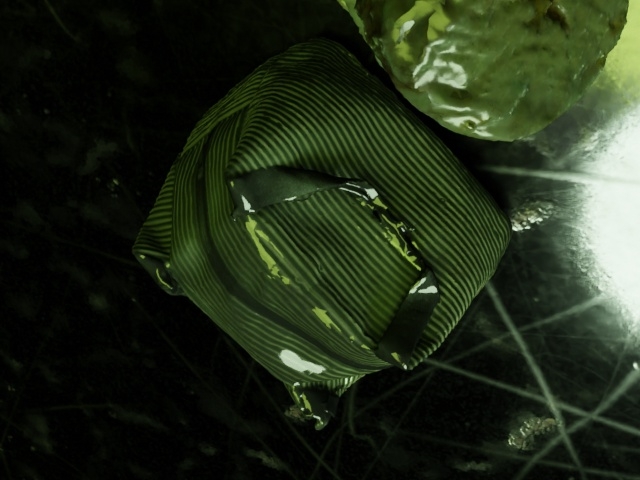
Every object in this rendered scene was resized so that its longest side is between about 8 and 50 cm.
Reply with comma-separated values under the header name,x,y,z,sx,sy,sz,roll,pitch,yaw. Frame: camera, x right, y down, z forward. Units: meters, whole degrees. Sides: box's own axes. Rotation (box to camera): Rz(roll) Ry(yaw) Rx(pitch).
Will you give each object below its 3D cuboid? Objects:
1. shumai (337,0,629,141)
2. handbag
name,x,y,z,sx,sy,sz,roll,pitch,yaw
shumai,0.114,-0.213,0.651,0.218,0.256,0.189,29,162,42
handbag,0.000,0.000,0.796,0.340,0.240,0.247,45,132,-9
